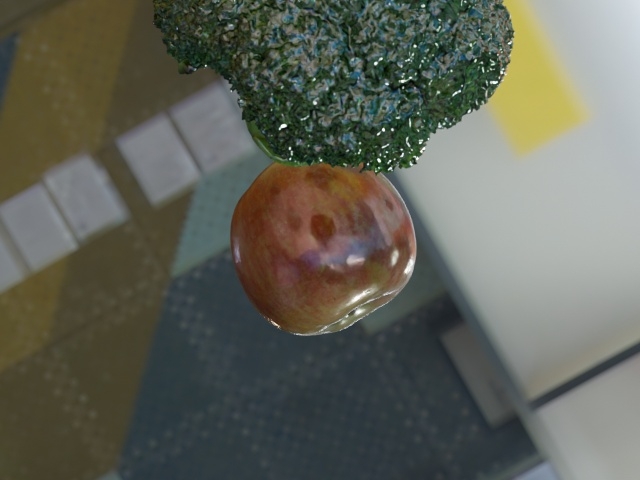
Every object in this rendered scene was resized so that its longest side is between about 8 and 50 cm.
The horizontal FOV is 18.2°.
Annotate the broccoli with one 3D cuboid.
[{"bbox_3d":[0.008,-0.160,1.555,0.297,0.297,0.297,-34,160,-36],"label":"broccoli"}]

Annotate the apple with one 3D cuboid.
[{"bbox_3d":[0.000,0.000,2.033,0.188,0.174,0.188,-29,167,-7],"label":"apple"}]
